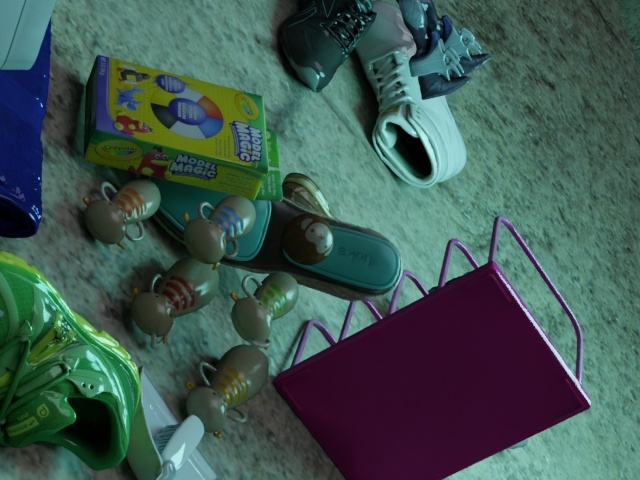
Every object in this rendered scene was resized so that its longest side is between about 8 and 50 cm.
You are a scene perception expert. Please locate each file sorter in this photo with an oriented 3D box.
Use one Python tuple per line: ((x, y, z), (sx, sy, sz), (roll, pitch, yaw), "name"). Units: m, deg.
((0.135, 0.132, 1.992), (0.202, 0.291, 0.182), (54, 23, -17), "file sorter")

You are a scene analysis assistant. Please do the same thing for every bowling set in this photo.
((-0.098, 0.029, 1.767), (0.287, 0.200, 0.154), (55, 26, -4), "bowling set")

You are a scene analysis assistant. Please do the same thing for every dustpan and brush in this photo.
((-0.144, 0.209, 1.636), (0.147, 0.060, 0.211), (56, 25, -12), "dustpan and brush")

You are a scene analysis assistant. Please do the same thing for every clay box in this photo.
((-0.141, -0.118, 1.867), (0.222, 0.053, 0.127), (12, 42, -18), "clay box")

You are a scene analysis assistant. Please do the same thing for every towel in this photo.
((-0.348, -0.165, 1.629), (0.227, 0.076, 0.308), (44, 31, -41), "towel")

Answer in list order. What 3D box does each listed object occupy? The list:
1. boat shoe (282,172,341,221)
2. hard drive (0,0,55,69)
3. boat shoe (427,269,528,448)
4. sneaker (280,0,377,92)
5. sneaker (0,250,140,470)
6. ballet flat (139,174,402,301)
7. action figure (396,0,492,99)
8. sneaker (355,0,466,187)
((0.000, 0.000, 2.153), (0.178, 0.064, 0.060), (52, 57, -18), "boat shoe")
((-0.355, -0.247, 1.397), (0.353, 0.233, 0.047), (-4, 37, -44), "hard drive")
((0.205, 0.171, 2.306), (0.113, 0.105, 0.306), (-108, -179, -46), "boat shoe")
((0.016, -0.307, 2.443), (0.101, 0.106, 0.267), (51, 28, -25), "sneaker")
((-0.252, 0.105, 1.479), (0.295, 0.109, 0.123), (38, 29, -42), "sneaker")
((-0.064, -0.003, 1.940), (0.316, 0.106, 0.107), (25, 76, -11), "ballet flat")
((0.130, -0.349, 2.475), (0.285, 0.099, 0.185), (59, 27, -15), "action figure")
((0.117, -0.215, 2.541), (0.292, 0.108, 0.169), (62, 21, -2), "sneaker")
